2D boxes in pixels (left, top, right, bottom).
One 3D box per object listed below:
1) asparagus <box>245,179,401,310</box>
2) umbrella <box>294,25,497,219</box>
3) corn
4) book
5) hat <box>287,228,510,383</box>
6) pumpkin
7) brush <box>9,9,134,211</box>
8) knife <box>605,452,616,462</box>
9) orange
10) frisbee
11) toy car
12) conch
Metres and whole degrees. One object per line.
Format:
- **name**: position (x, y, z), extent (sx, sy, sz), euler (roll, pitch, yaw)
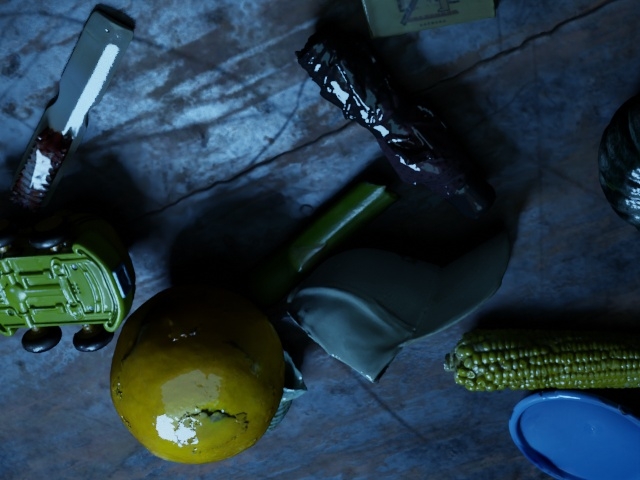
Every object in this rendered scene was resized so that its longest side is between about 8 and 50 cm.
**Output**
- **asparagus**: position (-0.001, -0.001, 1.730), extent (0.277, 0.067, 0.060), euler (-41, 88, 26)
- **umbrella**: position (0.100, -0.144, 1.601), extent (0.326, 0.094, 0.090), euler (43, 76, -19)
- **corn**: position (0.335, 0.169, 1.789), extent (0.319, 0.097, 0.097), euler (0, 125, 6)
- **book**: position (0.113, -0.354, 1.485), extent (0.161, 0.026, 0.231), euler (-8, 124, 13)
- **hat**: position (0.115, 0.057, 1.690), extent (0.301, 0.258, 0.168), euler (-33, 89, 6)
- **pumpkin**: position (0.450, -0.096, 1.542), extent (0.220, 0.162, 0.220), euler (10, 134, 11)
- **brush**: position (-0.337, -0.161, 1.673), extent (0.060, 0.050, 0.321), euler (29, 123, -8)
- **knife**: position (0.534, 0.366, 1.939), extent (0.222, 0.031, 0.064), euler (25, 130, -10)
- **orange**: position (-0.169, 0.182, 1.734), extent (0.246, 0.246, 0.246), euler (4, 126, 5)
- **frisbee**: position (0.399, 0.291, 1.875), extent (0.242, 0.045, 0.242), euler (18, 142, 15)
- **toy car**: position (-0.364, 0.042, 1.761), extent (0.247, 0.142, 0.200), euler (-1, 122, 19)
- **conch**: position (-0.099, 0.220, 1.879), extent (0.153, 0.102, 0.135), euler (-26, 89, 1)
